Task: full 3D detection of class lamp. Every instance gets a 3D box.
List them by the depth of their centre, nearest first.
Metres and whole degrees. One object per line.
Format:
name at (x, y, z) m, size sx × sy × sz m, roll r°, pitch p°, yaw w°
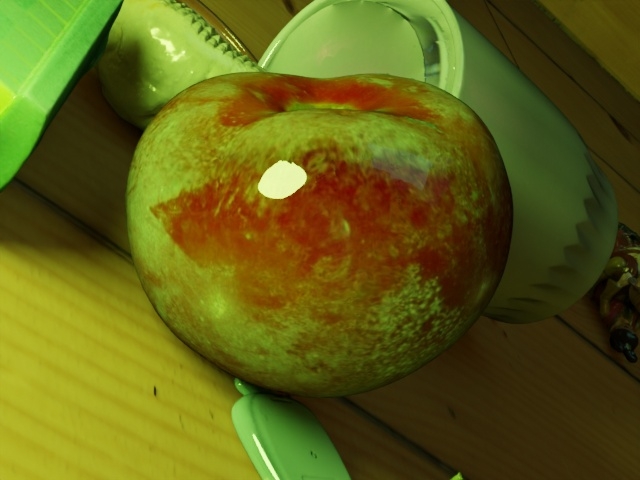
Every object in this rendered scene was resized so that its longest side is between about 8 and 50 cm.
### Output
lamp at (0.435, 0.069, 1.831) m, size 0.118 × 0.118 × 0.253 m, roll 42°, pitch 20°, yaw -13°

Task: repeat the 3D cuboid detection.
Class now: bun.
bun at (-0.127, -0.143, 1.123) m, size 0.188 × 0.111 × 0.164 m, roll 36°, pitch 10°, yaw -7°

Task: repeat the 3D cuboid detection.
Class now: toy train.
toy train at (-0.249, -0.153, 0.868) m, size 0.202 × 0.120 × 0.301 m, roll 43°, pitch 21°, yaw -17°

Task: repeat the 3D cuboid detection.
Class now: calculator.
calculator at (-0.018, 0.151, 0.912) m, size 0.095 × 0.021 × 0.153 m, roll 19°, pitch 35°, yaw -53°

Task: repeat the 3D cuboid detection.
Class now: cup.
cup at (0.114, -0.065, 1.250) m, size 0.371 × 0.253 × 0.253 m, roll 30°, pitch 26°, yaw -44°

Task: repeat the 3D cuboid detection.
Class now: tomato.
tomato at (0.000, 0.000, 0.915) m, size 0.270 × 0.222 × 0.270 m, roll 0°, pitch 21°, yaw 0°

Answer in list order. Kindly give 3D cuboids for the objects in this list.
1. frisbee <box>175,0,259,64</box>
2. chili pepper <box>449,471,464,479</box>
frisbee at (-0.131, -0.196, 1.320) m, size 0.251 × 0.021 × 0.251 m, roll 39°, pitch 23°, yaw -20°
chili pepper at (0.115, 0.235, 0.953) m, size 0.204 × 0.073 × 0.072 m, roll 49°, pitch -1°, yaw -30°
